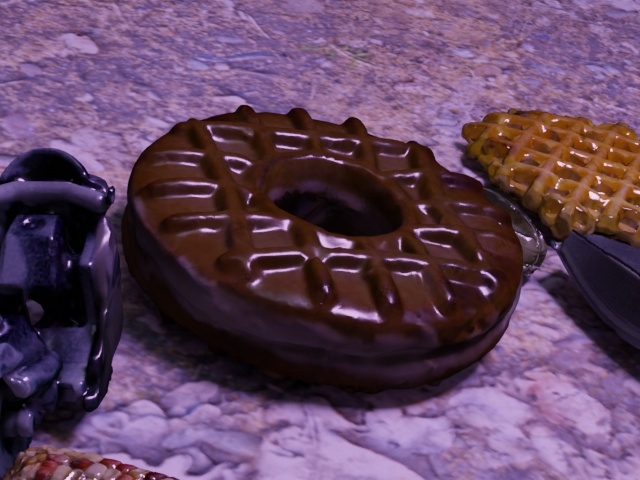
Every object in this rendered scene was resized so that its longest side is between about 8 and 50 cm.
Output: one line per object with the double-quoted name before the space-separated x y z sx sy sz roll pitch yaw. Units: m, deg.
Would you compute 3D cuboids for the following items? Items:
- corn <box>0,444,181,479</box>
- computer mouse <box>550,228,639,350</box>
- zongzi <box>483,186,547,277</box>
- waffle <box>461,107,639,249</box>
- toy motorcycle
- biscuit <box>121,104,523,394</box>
"corn" -0.063 0.192 0.924 0.290 0.098 0.098 22 30 12
"computer mouse" 0.281 0.057 1.343 0.126 0.071 0.231 10 19 -37
"zongzi" 0.170 -0.011 1.426 0.109 0.055 0.119 34 23 25
"waffle" 0.270 -0.063 1.561 0.254 0.052 0.245 0 32 -24
"toy motorcycle" -0.191 0.037 1.067 0.106 0.159 0.270 0 27 9
"biscuit" 0.000 0.000 1.272 0.332 0.103 0.332 13 30 -7
